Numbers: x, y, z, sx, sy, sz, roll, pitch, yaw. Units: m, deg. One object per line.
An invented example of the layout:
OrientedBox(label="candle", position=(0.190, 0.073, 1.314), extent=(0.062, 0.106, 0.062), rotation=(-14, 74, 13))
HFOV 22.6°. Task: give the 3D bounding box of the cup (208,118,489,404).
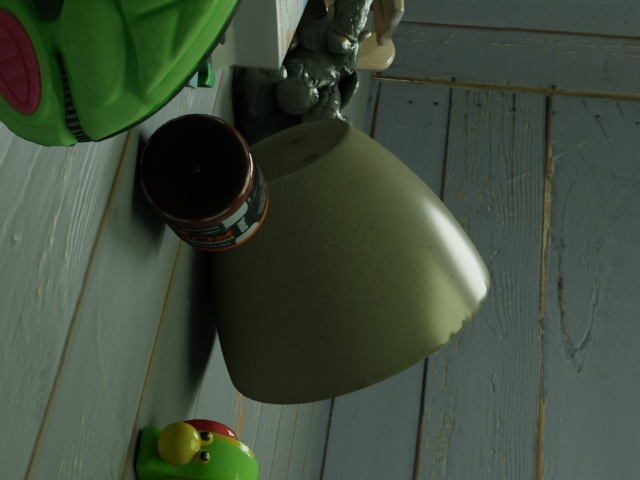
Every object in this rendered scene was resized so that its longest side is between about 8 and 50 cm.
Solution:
OrientedBox(label="cup", position=(0.000, 0.000, 1.858), extent=(0.331, 0.331, 0.237), rotation=(-75, 143, -64))

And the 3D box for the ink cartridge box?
OrientedBox(label="ink cartridge box", position=(-0.070, -0.233, 1.534), extent=(0.143, 0.090, 0.092), rotation=(-73, 166, -44))

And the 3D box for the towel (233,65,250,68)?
OrientedBox(label="towel", position=(-0.029, -0.388, 1.851), extent=(0.312, 0.056, 0.324), rotation=(132, -32, -66))

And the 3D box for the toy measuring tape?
OrientedBox(label="toy measuring tape", position=(-0.116, 0.272, 1.636), extent=(0.330, 0.121, 0.121), rotation=(87, 9, -57))

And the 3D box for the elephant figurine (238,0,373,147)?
OrientedBox(label="elephant figurine", position=(-0.008, -0.219, 2.039), extent=(0.169, 0.186, 0.239), rotation=(70, 30, -44))

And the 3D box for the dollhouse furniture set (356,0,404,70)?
OrientedBox(label="dollhouse furniture set", position=(0.134, -0.503, 2.485), extent=(0.362, 0.257, 0.394), rotation=(119, -29, -67))

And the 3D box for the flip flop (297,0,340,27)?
OrientedBox(label="flip flop", position=(-0.029, -0.331, 2.204), extent=(0.080, 0.112, 0.277), rotation=(67, 30, -47))

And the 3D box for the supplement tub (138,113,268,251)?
OrientedBox(label="supplement tub", position=(-0.104, -0.048, 1.506), extent=(0.198, 0.106, 0.106), rotation=(64, 31, -79))

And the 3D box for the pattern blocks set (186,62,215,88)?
OrientedBox(label="pattern blocks set", position=(-0.111, -0.313, 1.623), extent=(0.285, 0.026, 0.324), rotation=(-60, 155, -78))

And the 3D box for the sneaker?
OrientedBox(label="sneaker", position=(-0.094, -0.264, 0.975), extent=(0.202, 0.185, 0.482), rotation=(75, 21, -65))
